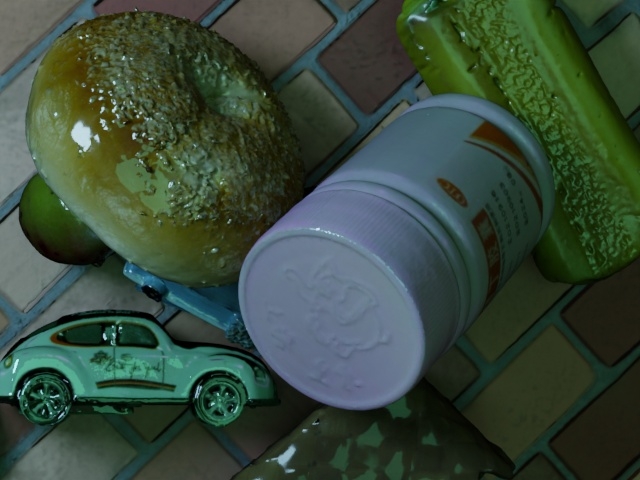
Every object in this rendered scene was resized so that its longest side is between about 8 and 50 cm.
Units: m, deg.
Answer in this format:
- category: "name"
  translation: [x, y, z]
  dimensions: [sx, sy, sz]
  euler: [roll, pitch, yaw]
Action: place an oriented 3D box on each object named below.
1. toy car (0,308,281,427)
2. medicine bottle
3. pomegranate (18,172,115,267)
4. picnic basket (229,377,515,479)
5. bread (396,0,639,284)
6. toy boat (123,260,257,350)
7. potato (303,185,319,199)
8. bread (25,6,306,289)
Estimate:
- category: "toy car"
  translation: [-0.195, 0.134, 1.559]
  dimensions: [0.306, 0.136, 0.125]
  euler: [-1, 84, -8]
- category: "medicine bottle"
  translation: [0.083, 0.004, 1.458]
  dimensions: [0.202, 0.316, 0.202]
  euler: [17, 126, 25]
- category: "pomegranate"
  translation: [-0.260, -0.046, 1.540]
  dimensions: [0.129, 0.129, 0.159]
  euler: [-43, 80, -2]
- category: "picnic basket"
  translation: [0.072, 0.304, 1.547]
  dimensions: [0.291, 0.254, 0.321]
  euler: [-39, 88, -3]
- category: "bread"
  translation: [0.227, -0.133, 1.599]
  dimensions: [0.166, 0.112, 0.383]
  euler: [-33, 100, -1]
- category: "toy boat"
  translation: [-0.090, 0.059, 1.574]
  dimensions: [0.238, 0.098, 0.109]
  euler: [24, 62, -5]
- category: "potato"
  translation: [0.000, 0.000, 1.606]
  dimensions: [0.096, 0.066, 0.103]
  euler: [-25, 109, 20]
- category: "bread"
  translation: [-0.138, -0.102, 1.470]
  dimensions: [0.305, 0.305, 0.159]
  euler: [41, 125, -9]
